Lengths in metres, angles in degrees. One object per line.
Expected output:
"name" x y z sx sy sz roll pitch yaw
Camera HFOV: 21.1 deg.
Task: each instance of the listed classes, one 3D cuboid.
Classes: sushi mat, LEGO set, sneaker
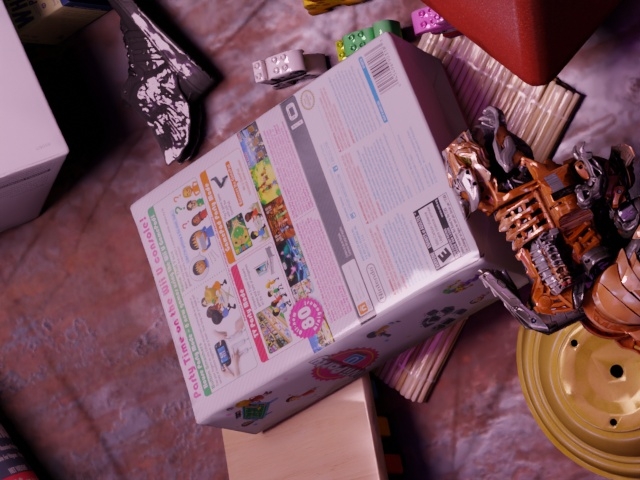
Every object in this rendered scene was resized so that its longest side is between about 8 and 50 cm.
"sushi mat" 0.096 -0.028 1.518 0.151 0.019 0.317 31 105 20
"LEGO set" 0.024 -0.202 1.486 0.227 0.093 0.087 -15 82 30
"sneaker" -0.162 -0.158 1.603 0.170 0.051 0.089 46 105 10

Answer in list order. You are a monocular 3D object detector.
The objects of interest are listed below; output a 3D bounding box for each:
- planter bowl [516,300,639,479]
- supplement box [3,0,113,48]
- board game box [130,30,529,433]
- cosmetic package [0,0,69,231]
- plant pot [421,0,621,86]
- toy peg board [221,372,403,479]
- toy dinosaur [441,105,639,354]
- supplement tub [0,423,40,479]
"planter bowl" 0.254 0.103 1.421 0.217 0.090 0.217 1 94 23
"supplement box" -0.257 -0.226 1.621 0.083 0.083 0.056 -29 81 24
"board game box" 0.000 0.000 1.479 0.303 0.097 0.224 -31 64 25
"cosmetic package" -0.346 -0.127 1.579 0.138 0.224 0.224 -22 83 -21
"plant pot" 0.146 -0.325 1.314 0.267 0.236 0.267 40 87 16
"toy peg board" 0.003 0.198 1.547 0.161 0.079 0.161 -21 70 31
"toy dinosaur" 0.248 0.008 1.341 0.218 0.164 0.322 -47 106 -12
"supplement tub" -0.396 0.218 1.654 0.191 0.191 0.272 -41 78 20
